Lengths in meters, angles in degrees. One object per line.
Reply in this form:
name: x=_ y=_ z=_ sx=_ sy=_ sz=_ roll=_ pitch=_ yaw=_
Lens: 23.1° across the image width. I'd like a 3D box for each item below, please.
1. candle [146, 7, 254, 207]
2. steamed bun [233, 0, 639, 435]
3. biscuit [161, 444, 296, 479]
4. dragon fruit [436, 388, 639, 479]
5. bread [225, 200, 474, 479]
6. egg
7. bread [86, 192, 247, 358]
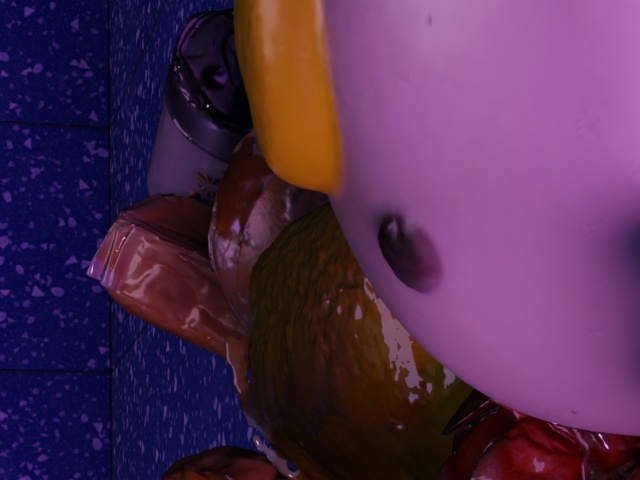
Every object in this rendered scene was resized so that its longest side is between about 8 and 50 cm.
candle: x=-0.091 y=-0.083 z=1.656 sx=0.330 sy=0.187 sz=0.187 roll=111 pitch=156 yaw=-49
steamed bun: x=0.137 y=-0.104 z=0.638 sx=0.334 sy=0.333 sz=0.374 roll=-134 pitch=33 yaw=-68
biscuit: x=-0.014 y=0.308 z=1.296 sx=0.325 sy=0.107 sz=0.326 roll=33 pitch=140 yaw=33
dragon fruit: x=0.141 y=0.138 z=0.795 sx=0.182 sy=0.188 sz=0.182 roll=43 pitch=150 yaw=33
bread: x=0.076 y=0.066 z=1.051 sx=0.376 sy=0.208 sz=0.251 roll=163 pitch=104 yaw=-69
egg: x=0.000 y=0.000 z=1.318 sx=0.195 sy=0.194 sz=0.233 roll=-147 pitch=63 yaw=-71
bread: x=-0.093 y=0.047 z=1.523 sx=0.136 sy=0.241 sz=0.107 roll=-31 pitch=-38 yaw=-65
